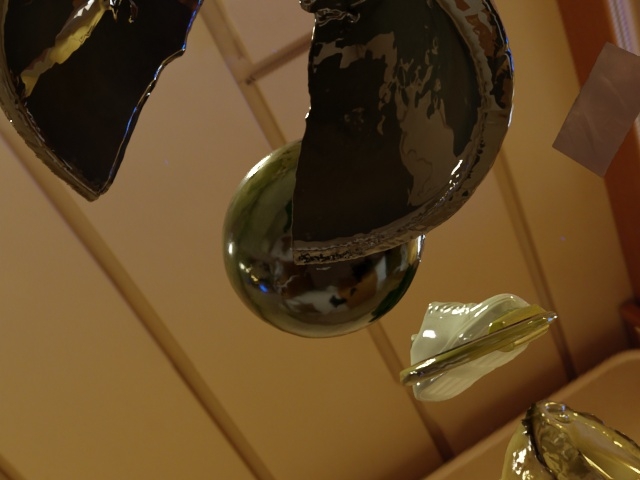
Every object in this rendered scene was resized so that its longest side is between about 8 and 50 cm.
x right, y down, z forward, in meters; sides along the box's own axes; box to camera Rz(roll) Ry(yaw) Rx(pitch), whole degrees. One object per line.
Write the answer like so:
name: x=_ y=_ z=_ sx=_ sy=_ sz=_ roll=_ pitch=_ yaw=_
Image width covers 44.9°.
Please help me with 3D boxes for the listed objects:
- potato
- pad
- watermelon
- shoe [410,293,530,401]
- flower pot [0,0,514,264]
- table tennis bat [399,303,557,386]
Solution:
potato: x=0.400 y=0.409 z=1.222 sx=0.285 sy=0.242 sz=0.242 roll=29 pitch=-78 yaw=5
pad: x=0.450 y=-0.207 z=1.224 sx=0.006 sy=0.113 sz=0.187 roll=0 pitch=-58 yaw=-40
watermelon: x=0.003 y=-0.004 z=0.913 sx=0.242 sy=0.242 sz=0.242 roll=-9 pitch=-64 yaw=-19
shoe: x=0.272 y=0.166 z=1.464 sx=0.132 sy=0.160 sz=0.363 roll=5 pitch=-36 yaw=-21
flower pot: x=-0.037 y=-0.188 z=0.608 sx=0.379 sy=0.251 sz=0.379 roll=7 pitch=-36 yaw=5
table tennis bat: x=0.251 y=0.139 z=1.107 sx=0.224 sy=0.054 sz=0.369 roll=-30 pitch=-13 yaw=33
